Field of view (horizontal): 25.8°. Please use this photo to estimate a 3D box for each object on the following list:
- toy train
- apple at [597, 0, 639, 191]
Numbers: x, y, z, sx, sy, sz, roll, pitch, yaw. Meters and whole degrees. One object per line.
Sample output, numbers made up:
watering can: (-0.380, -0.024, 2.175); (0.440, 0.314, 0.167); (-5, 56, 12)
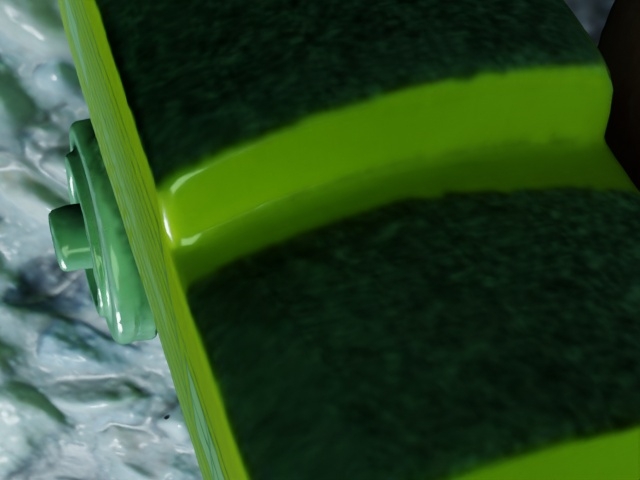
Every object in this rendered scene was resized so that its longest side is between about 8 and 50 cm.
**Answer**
toy train: (0.000, 0.000, 0.497); (0.179, 0.442, 0.272); (-14, 137, -11)
apple: (0.257, -0.028, 0.479); (0.345, 0.269, 0.345); (-4, 103, -18)
